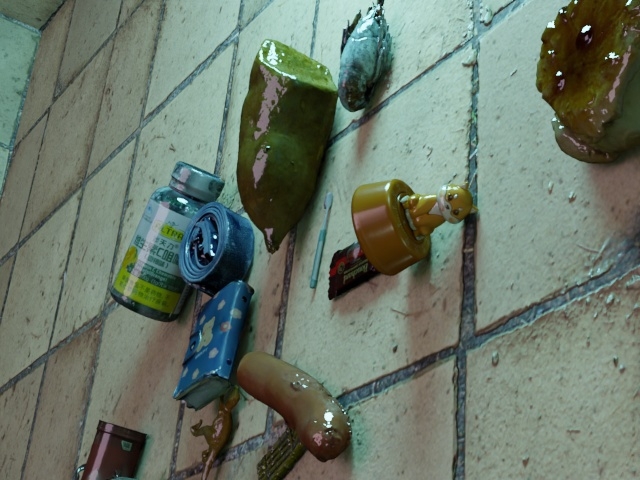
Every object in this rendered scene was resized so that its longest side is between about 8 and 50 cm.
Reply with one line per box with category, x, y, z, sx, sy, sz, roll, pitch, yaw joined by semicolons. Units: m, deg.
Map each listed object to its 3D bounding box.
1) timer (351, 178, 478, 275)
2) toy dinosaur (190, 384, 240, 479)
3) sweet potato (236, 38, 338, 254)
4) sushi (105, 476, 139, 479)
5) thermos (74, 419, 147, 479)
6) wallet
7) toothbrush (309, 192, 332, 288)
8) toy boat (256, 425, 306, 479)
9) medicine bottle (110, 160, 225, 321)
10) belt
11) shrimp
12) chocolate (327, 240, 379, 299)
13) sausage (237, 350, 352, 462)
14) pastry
timer;0.137;-0.036;1.654;0.152;0.132;0.132;-20;50;27
toy dinosaur;-0.167;0.328;2.003;0.126;0.039;0.162;-43;38;38
sweet potato;-0.067;-0.156;2.059;0.158;0.158;0.369;-2;73;61
sushi;-0.348;0.461;2.168;0.094;0.098;0.084;-14;60;55
thermos;-0.398;0.455;2.266;0.124;0.099;0.232;-6;64;59
wallet;-0.181;0.180;2.082;0.141;0.059;0.202;-40;29;45
toothbrush;0.000;0.000;1.968;0.014;0.011;0.167;-29;46;58
toy boat;-0.058;0.320;1.831;0.115;0.016;0.063;-53;29;25
medicine bottle;-0.283;-0.001;2.345;0.293;0.141;0.141;-66;27;4
belt;-0.185;0.021;2.212;0.141;0.082;0.190;-45;34;22
shrimp;0.079;-0.317;1.995;0.090;0.079;0.232;11;75;26
chocolate;0.060;0.028;1.820;0.182;0.028;0.086;-26;51;51
sausage;-0.032;0.234;1.775;0.327;0.087;0.079;28;130;61
pastry;0.334;-0.202;1.408;0.229;0.100;0.218;-45;35;40
